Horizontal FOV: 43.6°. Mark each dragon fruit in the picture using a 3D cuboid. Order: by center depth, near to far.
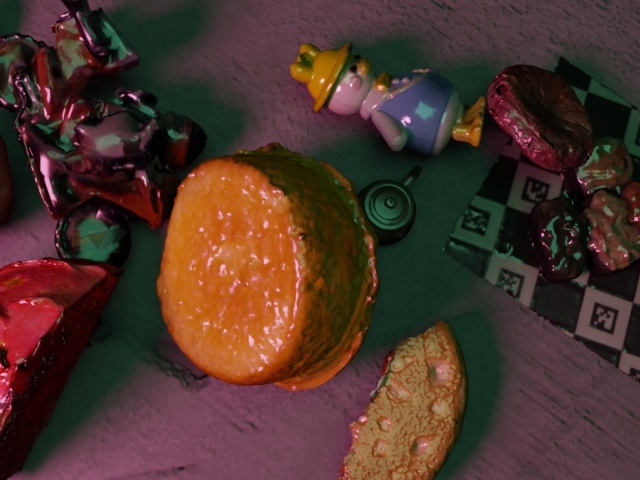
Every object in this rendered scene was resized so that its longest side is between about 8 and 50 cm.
[{"bbox_3d":[-0.324,0.124,0.809,0.189,0.163,0.261,26,92,32],"label":"dragon fruit"}]

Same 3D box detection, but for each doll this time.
[{"bbox_3d":[0.079,-0.170,0.960,0.241,0.099,0.135,22,79,-3],"label":"doll"}]

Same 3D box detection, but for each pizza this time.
[{"bbox_3d":[0.095,0.203,0.895,0.127,0.058,0.246,17,77,-4],"label":"pizza"}]

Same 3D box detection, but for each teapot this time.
[{"bbox_3d":[0.082,-0.042,0.944,0.076,0.068,0.121,39,76,3],"label":"teapot"}]

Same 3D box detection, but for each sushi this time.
[{"bbox_3d":[0.370,-0.029,0.976,0.339,0.069,0.320,35,76,2],"label":"sushi"}]

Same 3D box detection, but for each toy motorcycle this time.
[{"bbox_3d":[-0.259,-0.169,0.887,0.207,0.134,0.401,-24,95,-12],"label":"toy motorcycle"}]

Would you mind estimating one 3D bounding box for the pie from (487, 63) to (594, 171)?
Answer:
[{"bbox_3d":[0.266,-0.149,0.950,0.154,0.038,0.153,14,51,-18],"label":"pie"}]

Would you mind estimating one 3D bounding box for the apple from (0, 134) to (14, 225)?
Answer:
[{"bbox_3d":[-0.394,-0.067,0.853,0.120,0.153,0.153,-10,77,-34],"label":"apple"}]

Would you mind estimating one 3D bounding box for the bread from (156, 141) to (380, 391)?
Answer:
[{"bbox_3d":[-0.055,0.030,0.826,0.146,0.268,0.268,-6,74,-51],"label":"bread"}]
